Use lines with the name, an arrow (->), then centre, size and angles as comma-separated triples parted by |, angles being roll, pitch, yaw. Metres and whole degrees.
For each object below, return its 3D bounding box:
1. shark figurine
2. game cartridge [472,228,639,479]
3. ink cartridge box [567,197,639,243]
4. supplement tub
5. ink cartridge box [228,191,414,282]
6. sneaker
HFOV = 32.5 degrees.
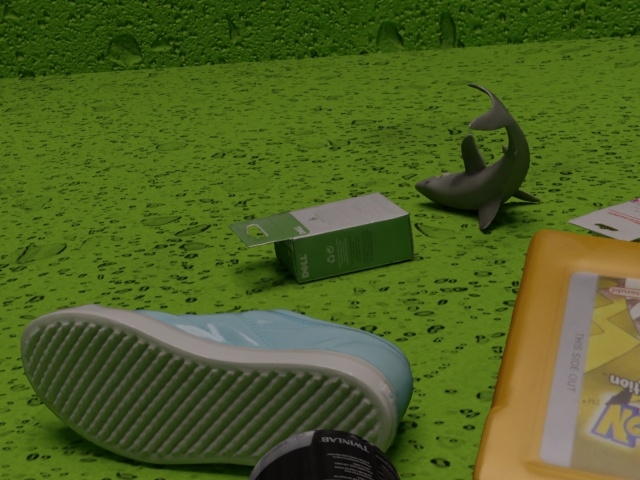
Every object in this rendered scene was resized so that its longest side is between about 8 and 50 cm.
shark figurine -> 0.224, -0.078, 1.433 | 0.166, 0.278, 0.116 | 23, 64, 0
game cartridge -> 0.260, 0.129, 0.749 | 0.285, 0.053, 0.324 | 9, 42, 15
ink cartridge box -> 0.389, -0.006, 1.274 | 0.181, 0.062, 0.104 | -15, 21, -24
supplement tub -> 0.006, 0.214, 0.703 | 0.116, 0.117, 0.190 | -6, 20, 0
ink cartridge box -> 0.000, 0.000, 1.380 | 0.209, 0.062, 0.109 | -12, 20, -14
sneaker -> -0.090, 0.123, 0.999 | 0.365, 0.135, 0.150 | 10, 17, 19
